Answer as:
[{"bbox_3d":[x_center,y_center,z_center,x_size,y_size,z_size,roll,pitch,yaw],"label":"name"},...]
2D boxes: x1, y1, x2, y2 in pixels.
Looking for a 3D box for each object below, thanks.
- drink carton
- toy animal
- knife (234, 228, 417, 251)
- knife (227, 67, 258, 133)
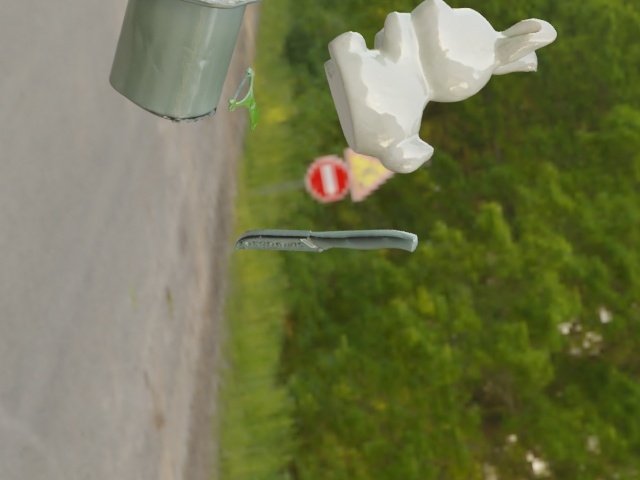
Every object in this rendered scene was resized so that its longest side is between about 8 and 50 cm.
[{"bbox_3d":[-0.189,-0.275,1.849,0.191,0.185,0.189,-32,150,-57],"label":"drink carton"},{"bbox_3d":[0.195,-0.270,2.311,0.241,0.367,0.196,63,-9,2],"label":"toy animal"},{"bbox_3d":[0.000,0.000,1.380,0.028,0.210,0.015,48,50,-50],"label":"knife"},{"bbox_3d":[-0.119,-0.215,2.332,0.078,0.022,0.166,-56,163,-15],"label":"knife"}]
